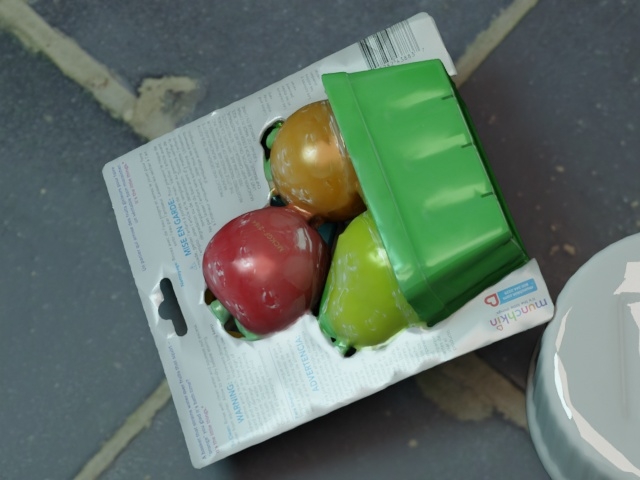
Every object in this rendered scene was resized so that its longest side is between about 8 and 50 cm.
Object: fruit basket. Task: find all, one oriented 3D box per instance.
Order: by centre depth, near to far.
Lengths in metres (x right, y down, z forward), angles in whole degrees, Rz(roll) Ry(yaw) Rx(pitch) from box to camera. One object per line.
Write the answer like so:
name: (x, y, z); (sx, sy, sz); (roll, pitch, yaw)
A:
fruit basket: (0.000, 0.000, 1.659); (0.353, 0.165, 0.327); (-27, 65, 14)

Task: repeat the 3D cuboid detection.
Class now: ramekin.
ramekin: (0.318, 0.121, 1.595); (0.277, 0.135, 0.277); (-3, 69, 6)

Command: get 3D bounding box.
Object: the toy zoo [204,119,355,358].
toy zoo: (-0.009, 0.022, 1.728); (0.192, 0.030, 0.293); (12, 71, 11)
